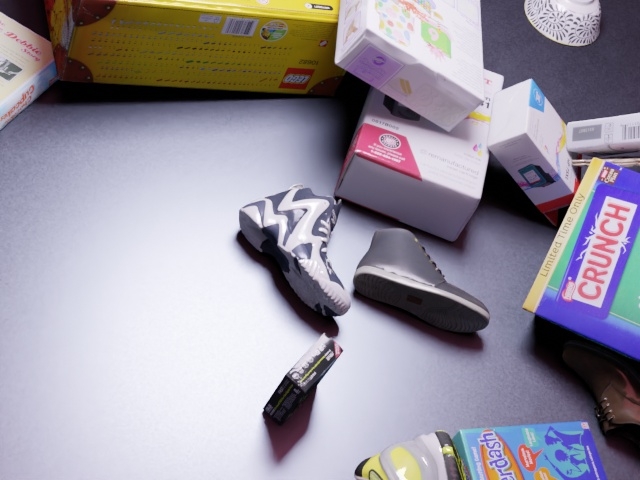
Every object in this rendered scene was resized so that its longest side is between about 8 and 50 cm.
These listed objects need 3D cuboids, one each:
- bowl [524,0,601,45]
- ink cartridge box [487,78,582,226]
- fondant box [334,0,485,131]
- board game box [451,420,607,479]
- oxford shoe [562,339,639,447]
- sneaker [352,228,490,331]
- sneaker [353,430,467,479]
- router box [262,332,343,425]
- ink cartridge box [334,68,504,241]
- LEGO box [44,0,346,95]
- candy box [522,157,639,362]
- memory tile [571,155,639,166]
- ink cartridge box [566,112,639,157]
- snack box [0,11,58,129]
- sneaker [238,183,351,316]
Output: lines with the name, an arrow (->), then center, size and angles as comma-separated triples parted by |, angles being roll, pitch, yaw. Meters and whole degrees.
bowl -> 0.517, -0.491, 2.107 | 0.170, 0.080, 0.170 | 9, 52, -11
ink cartridge box -> 0.381, -0.146, 1.739 | 0.231, 0.078, 0.134 | 43, 44, -33
fondant box -> 0.152, -0.371, 1.687 | 0.238, 0.096, 0.330 | 27, 45, -24
board game box -> 0.305, 0.344, 1.452 | 0.210, 0.047, 0.160 | -1, 56, -17
oxford shoe -> 0.450, 0.242, 1.553 | 0.096, 0.083, 0.227 | -39, 66, -20
sneaker -> 0.171, 0.056, 1.598 | 0.222, 0.083, 0.118 | 23, 51, 1
sneaker -> 0.137, 0.443, 1.297 | 0.147, 0.145, 0.385 | -14, 58, 11
router box -> -0.025, 0.194, 1.412 | 0.038, 0.122, 0.092 | 41, 54, 8
ink cartridge box -> 0.174, -0.179, 1.742 | 0.226, 0.131, 0.306 | 20, 53, -3
LEGO box -> -0.212, -0.457, 1.751 | 0.500, 0.193, 0.372 | 0, 55, -26
candy box -> 0.513, 0.053, 1.550 | 0.317, 0.122, 0.268 | 24, 89, 26
memory tile -> 0.498, -0.130, 1.676 | 0.113, 0.148, 0.012 | -6, 96, -21
ink cartridge box -> 0.563, -0.167, 1.727 | 0.232, 0.189, 0.066 | 13, 80, -40
snack box -> -0.600, -0.318, 1.647 | 0.322, 0.060, 0.187 | 31, 51, 6
sneaker -> 0.000, 0.000, 1.578 | 0.153, 0.094, 0.235 | -35, 60, -25
